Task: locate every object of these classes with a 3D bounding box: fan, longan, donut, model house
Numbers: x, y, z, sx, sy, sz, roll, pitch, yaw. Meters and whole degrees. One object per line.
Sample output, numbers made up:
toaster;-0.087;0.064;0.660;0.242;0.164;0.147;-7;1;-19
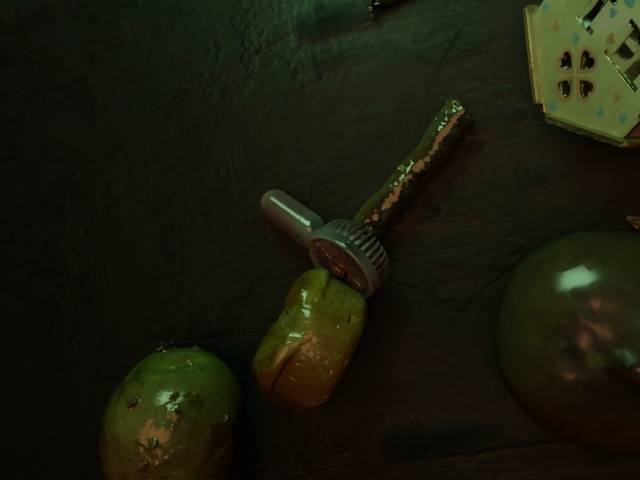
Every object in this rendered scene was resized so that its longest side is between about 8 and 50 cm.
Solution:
fan;0.000;0.000;1.197;0.244;0.130;0.074;34;62;22
longan;0.393;0.135;1.010;0.319;0.319;0.318;1;94;14
donut;-0.016;0.152;1.139;0.128;0.261;0.208;27;77;0
model house;0.417;-0.237;1.014;0.326;0.169;0.244;64;144;25

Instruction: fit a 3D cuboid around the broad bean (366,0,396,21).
broad bean;0.177;-0.398;1.161;0.227;0.039;0.069;-15;84;15

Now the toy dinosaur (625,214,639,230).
toy dinosaur;0.545;-0.016;1.099;0.162;0.039;0.126;47;113;2

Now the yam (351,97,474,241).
yam;0.145;-0.106;1.178;0.061;0.061;0.253;40;101;8

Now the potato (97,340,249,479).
potato;-0.229;0.343;1.212;0.219;0.269;0.359;5;117;8
